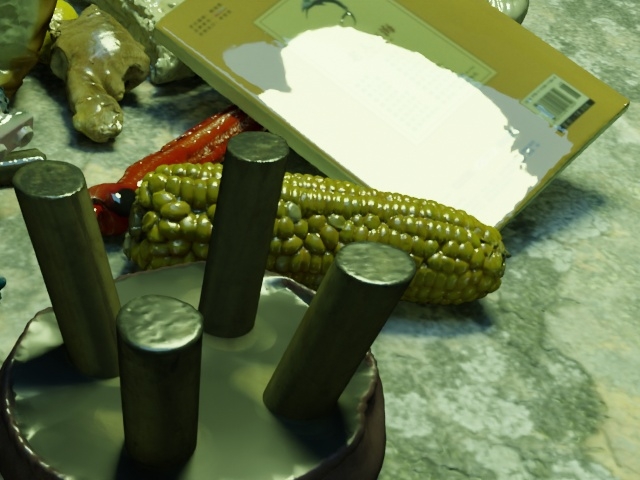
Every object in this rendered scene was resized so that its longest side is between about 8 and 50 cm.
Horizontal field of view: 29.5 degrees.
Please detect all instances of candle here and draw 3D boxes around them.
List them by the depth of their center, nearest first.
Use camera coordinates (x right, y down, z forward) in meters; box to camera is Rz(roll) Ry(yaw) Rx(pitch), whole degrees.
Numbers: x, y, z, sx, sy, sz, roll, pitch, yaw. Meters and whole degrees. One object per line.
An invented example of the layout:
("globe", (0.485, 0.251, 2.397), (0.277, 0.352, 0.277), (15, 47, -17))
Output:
("candle", (-0.112, -0.078, 1.103), (0.051, 0.048, 0.329), (17, 34, 24))

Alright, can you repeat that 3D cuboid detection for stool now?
("stool", (-0.080, 0.061, 0.797), (0.272, 0.178, 0.272), (6, 34, -4))

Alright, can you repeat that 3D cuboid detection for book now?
("book", (0.066, -0.165, 1.161), (0.389, 0.032, 0.269), (40, 62, 20))

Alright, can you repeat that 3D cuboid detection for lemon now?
("lemon", (-0.277, -0.215, 1.242), (0.065, 0.065, 0.092), (5, 43, -8))

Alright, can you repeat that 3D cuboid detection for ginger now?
("ginger", (-0.207, -0.157, 1.179), (0.096, 0.067, 0.165), (-1, 53, -27))

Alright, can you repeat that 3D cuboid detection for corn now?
("corn", (0.000, -0.005, 0.985), (0.313, 0.102, 0.102), (5, 35, -10))

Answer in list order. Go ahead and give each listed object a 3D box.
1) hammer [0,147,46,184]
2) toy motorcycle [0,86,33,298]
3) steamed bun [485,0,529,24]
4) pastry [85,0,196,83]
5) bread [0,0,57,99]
("hammer", (-0.376, -0.048, 1.011), (0.297, 0.027, 0.125), (-9, 39, -27))
("toy motorcycle", (-0.297, -0.024, 0.930), (0.204, 0.108, 0.239), (38, 68, 13))
("steamed bun", (0.098, -0.253, 1.325), (0.218, 0.144, 0.211), (-15, 57, -20))
("pastry", (-0.182, -0.260, 1.319), (0.122, 0.089, 0.258), (-8, 41, -37))
("bread", (-0.368, -0.270, 1.130), (0.225, 0.279, 0.250), (-5, 36, -44))
